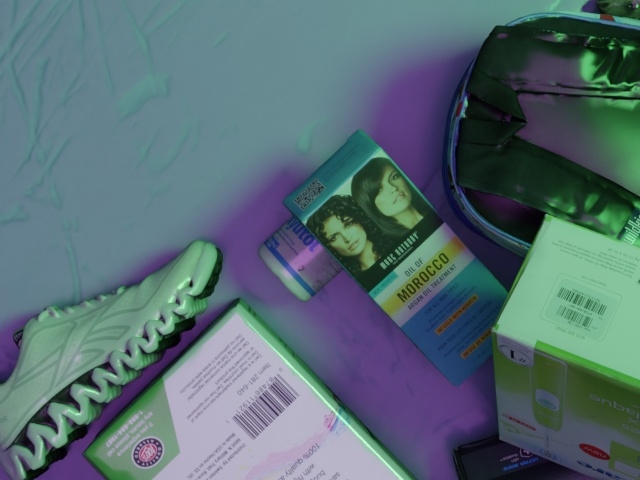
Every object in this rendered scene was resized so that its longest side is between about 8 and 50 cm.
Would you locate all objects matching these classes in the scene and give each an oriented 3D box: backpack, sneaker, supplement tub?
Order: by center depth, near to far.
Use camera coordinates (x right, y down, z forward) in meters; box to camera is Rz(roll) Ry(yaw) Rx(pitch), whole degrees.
[{"bbox_3d":[0.244,-0.088,1.573,0.263,0.213,0.276,16,82,-7],"label":"backpack"},{"bbox_3d":[-0.215,0.094,1.623,0.292,0.110,0.118,-44,84,0],"label":"sneaker"},{"bbox_3d":[0.000,0.000,1.637,0.107,0.071,0.071,-44,93,0],"label":"supplement tub"}]

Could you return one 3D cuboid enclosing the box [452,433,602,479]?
[{"bbox_3d":[0.254,0.251,1.629,0.220,0.051,0.175,-16,66,-1],"label":"box"}]

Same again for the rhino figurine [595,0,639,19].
[{"bbox_3d":[0.341,-0.285,1.635,0.106,0.073,0.243,29,93,1],"label":"rhino figurine"}]

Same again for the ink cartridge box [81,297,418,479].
[{"bbox_3d":[-0.052,0.222,1.620,0.201,0.117,0.278,-44,92,0],"label":"ink cartridge box"}]

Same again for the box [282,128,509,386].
[{"bbox_3d":[0.082,0.019,1.598,0.100,0.060,0.244,-43,117,0],"label":"box"}]

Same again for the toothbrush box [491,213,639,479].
[{"bbox_3d":[0.267,0.118,1.502,0.206,0.283,0.122,22,71,16],"label":"toothbrush box"}]
